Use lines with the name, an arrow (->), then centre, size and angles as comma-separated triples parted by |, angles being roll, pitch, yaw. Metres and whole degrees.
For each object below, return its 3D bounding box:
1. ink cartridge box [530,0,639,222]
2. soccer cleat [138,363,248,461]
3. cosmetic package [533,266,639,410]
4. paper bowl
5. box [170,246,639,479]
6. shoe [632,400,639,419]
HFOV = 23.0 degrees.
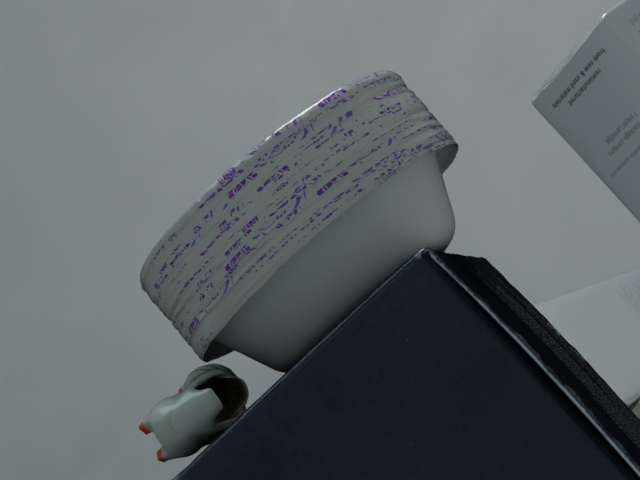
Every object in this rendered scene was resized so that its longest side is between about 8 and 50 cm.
ink cartridge box -> 0.341, -0.071, 1.126 | 0.226, 0.306, 0.131 | -38, -10, -30
soccer cleat -> -0.086, 0.136, 1.312 | 0.076, 0.068, 0.196 | -33, -1, 13
cosmetic package -> 0.327, 0.185, 1.988 | 0.230, 0.161, 0.453 | -51, -19, 25
paper bowl -> 0.000, 0.000, 1.327 | 0.284, 0.148, 0.284 | -39, -9, -7
box -> 0.043, 0.269, 1.363 | 0.480, 0.297, 0.472 | -44, -7, 6
shoe -> 0.321, 0.266, 1.817 | 0.219, 0.058, 0.076 | -45, -10, 16
